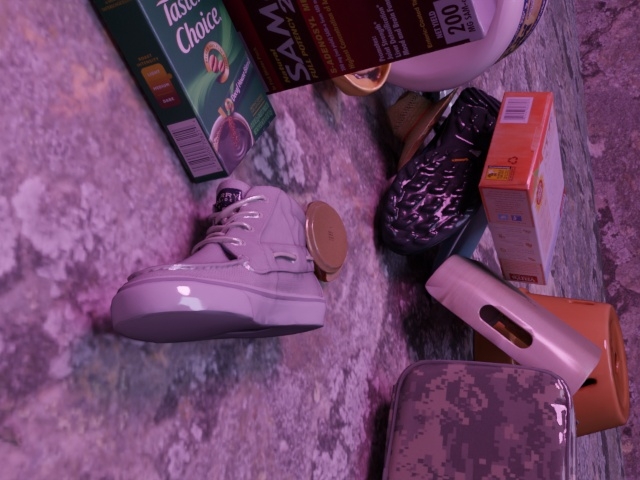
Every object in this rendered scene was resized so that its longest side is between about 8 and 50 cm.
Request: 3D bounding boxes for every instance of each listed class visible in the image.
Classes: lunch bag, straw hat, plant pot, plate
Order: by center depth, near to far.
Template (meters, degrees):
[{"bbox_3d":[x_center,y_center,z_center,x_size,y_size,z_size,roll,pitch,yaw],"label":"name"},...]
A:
[{"bbox_3d":[0.187,0.310,0.864,0.256,0.212,0.305,68,27,-57],"label":"lunch bag"},{"bbox_3d":[0.121,-0.165,0.997,0.061,0.144,0.144,36,35,4],"label":"straw hat"},{"bbox_3d":[0.199,0.004,1.065,0.188,0.024,0.188,-49,158,-27],"label":"plate"},{"bbox_3d":[0.406,0.218,1.278,0.291,0.203,0.291,24,62,-58],"label":"plant pot"}]

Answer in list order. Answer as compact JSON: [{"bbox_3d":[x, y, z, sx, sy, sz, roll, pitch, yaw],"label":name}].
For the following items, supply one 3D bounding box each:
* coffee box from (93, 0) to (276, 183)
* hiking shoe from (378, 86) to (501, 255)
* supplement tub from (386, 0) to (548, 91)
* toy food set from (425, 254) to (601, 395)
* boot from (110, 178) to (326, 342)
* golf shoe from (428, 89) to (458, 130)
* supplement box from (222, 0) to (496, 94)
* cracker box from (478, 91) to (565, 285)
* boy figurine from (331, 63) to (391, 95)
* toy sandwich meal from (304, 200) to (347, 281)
[{"bbox_3d":[-0.107,-0.152,0.613,0.184,0.040,0.113,65,32,-28],"label":"coffee box"},{"bbox_3d":[0.169,-0.073,1.021,0.304,0.113,0.132,-51,170,-33],"label":"hiking shoe"},{"bbox_3d":[0.180,-0.335,0.995,0.316,0.228,0.228,-40,117,-57],"label":"supplement tub"},{"bbox_3d":[0.269,0.125,1.039,0.092,0.219,0.306,-55,161,9],"label":"toy food set"},{"bbox_3d":[-0.077,0.012,0.588,0.258,0.095,0.123,19,59,-68],"label":"boot"},{"bbox_3d":[0.241,-0.189,1.210,0.198,0.094,0.077,55,39,-36],"label":"golf shoe"},{"bbox_3d":[0.016,-0.216,0.647,0.130,0.239,0.073,63,34,-29],"label":"supplement box"},{"bbox_3d":[0.276,-0.064,1.001,0.232,0.067,0.156,58,45,-50],"label":"cracker box"},{"bbox_3d":[0.028,-0.295,0.805,0.177,0.092,0.285,-10,116,-26],"label":"boy figurine"},{"bbox_3d":[0.000,0.000,0.781,0.085,0.029,0.086,28,56,-51],"label":"toy sandwich meal"}]
